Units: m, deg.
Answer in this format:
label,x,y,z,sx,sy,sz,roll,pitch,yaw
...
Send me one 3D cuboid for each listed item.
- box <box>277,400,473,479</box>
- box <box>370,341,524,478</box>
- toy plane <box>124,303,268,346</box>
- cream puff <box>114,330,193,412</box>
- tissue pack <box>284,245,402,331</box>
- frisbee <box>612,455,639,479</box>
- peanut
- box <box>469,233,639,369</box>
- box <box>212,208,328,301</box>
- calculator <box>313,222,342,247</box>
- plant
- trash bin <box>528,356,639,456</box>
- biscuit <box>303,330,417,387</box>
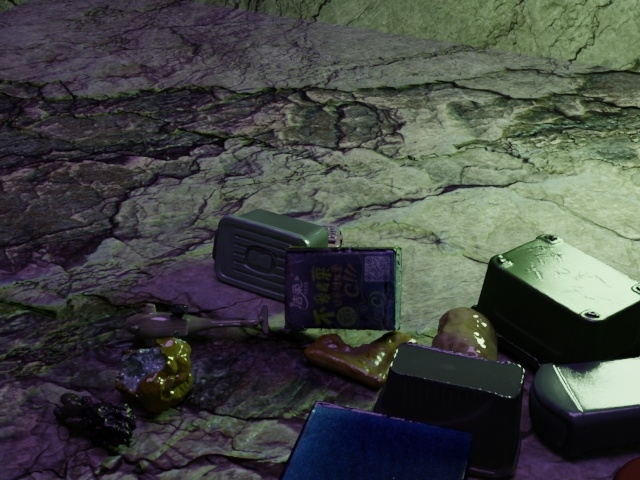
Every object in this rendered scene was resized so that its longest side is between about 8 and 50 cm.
label,x,y,z,sx,sy,sz,roll,pitch,yaw
box,0.085,0.399,1.648,0.279,0.116,0.261,11,32,13
box,0.219,0.288,1.791,0.274,0.178,0.138,10,31,12
toy plane,-0.248,0.167,2.071,0.286,0.092,0.108,-1,5,-2
cream puff,-0.301,0.250,1.893,0.121,0.156,0.156,34,3,-45
tissue pack,0.046,0.097,2.083,0.236,0.173,0.073,-1,-4,15
frisbee,0.611,0.438,1.716,0.251,0.021,0.251,3,30,-2
peanut,0.276,0.211,1.981,0.129,0.129,0.224,5,23,5
box,0.487,0.133,2.076,0.253,0.177,0.329,-23,38,-34
box,-0.100,0.024,2.257,0.243,0.163,0.135,15,24,24
calculator,0.000,0.000,2.426,0.103,0.024,0.166,5,28,5
plant,-0.400,0.312,1.812,0.174,0.085,0.087,14,-7,25
trash bin,0.496,0.294,1.856,0.236,0.101,0.176,-7,28,-6
biscuit,0.079,0.217,2.041,0.183,0.039,0.174,16,34,21
